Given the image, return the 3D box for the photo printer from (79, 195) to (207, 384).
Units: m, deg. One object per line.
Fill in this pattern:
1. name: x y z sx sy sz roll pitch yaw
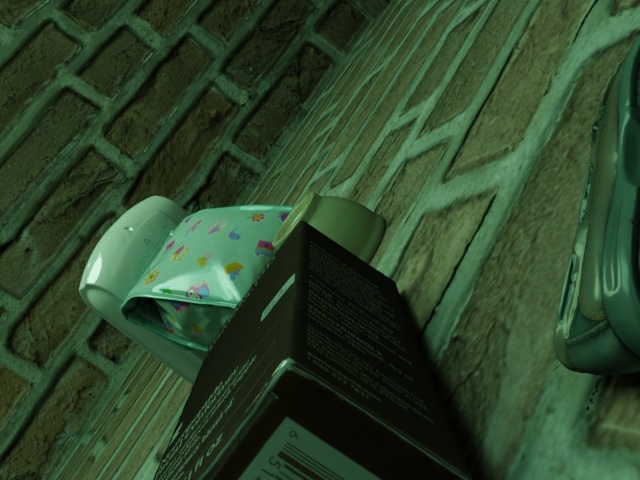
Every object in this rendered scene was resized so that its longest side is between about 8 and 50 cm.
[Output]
1. photo printer: -0.264 0.083 1.207 0.107 0.307 0.256 -31 25 42

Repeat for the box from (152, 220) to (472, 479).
1. box: -0.019 0.127 0.554 0.191 0.143 0.381 -54 7 10

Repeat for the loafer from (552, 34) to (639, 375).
1. loafer: 0.196 -0.040 0.410 0.084 0.096 0.268 -44 16 57

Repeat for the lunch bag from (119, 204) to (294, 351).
1. lunch bag: -0.168 0.059 1.068 0.262 0.160 0.223 4 48 27

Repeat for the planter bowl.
1. planter bowl: 0.000 0.000 0.949 0.162 0.109 0.162 -50 14 17
